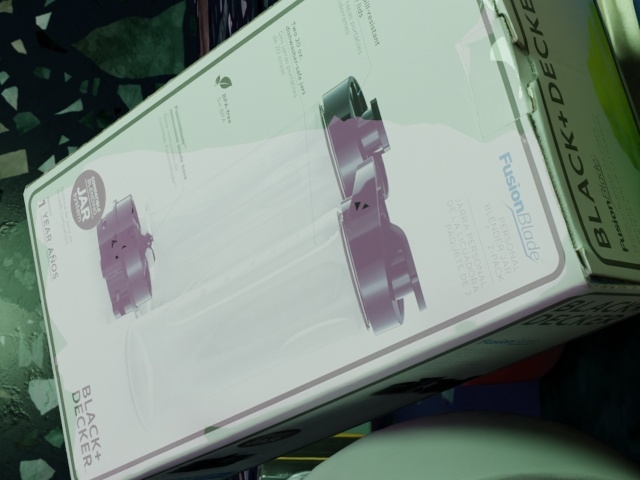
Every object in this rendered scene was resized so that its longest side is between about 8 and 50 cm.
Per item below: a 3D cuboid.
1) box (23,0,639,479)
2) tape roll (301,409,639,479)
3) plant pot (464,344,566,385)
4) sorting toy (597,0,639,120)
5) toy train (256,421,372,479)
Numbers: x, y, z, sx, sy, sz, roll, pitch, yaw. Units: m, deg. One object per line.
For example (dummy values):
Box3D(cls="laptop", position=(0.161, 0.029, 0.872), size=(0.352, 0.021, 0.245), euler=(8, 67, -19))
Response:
Box3D(cls="box", position=(-0.004, -0.003, 0.523), size=(0.290, 0.087, 0.169), euler=(-30, 66, 37))
Box3D(cls="tape roll", position=(0.065, 0.180, 0.463), size=(0.072, 0.219, 0.219), euler=(-130, 39, -75))
Box3D(cls="plant pot", position=(0.040, -0.006, 0.694), size=(0.191, 0.174, 0.191), euler=(176, 90, -80))
Box3D(cls="sorting toy", position=(0.159, -0.051, 0.395), size=(0.229, 0.041, 0.307), euler=(110, 156, -64))
Box3D(cls="toy train", position=(-0.002, 0.302, 1.073), size=(0.190, 0.142, 0.334), euler=(-85, -6, -53))
